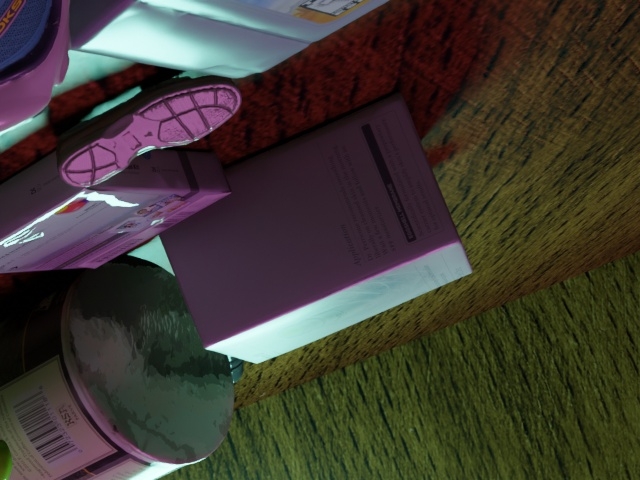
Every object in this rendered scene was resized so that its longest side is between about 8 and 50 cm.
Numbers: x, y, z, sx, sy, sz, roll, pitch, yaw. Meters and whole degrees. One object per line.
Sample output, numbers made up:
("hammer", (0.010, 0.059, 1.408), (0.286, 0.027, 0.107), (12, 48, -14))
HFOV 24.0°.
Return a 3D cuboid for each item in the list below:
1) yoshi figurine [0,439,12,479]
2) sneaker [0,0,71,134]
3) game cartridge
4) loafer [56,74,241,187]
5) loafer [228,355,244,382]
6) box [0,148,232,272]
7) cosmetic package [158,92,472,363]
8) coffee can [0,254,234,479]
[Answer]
("yoshi figurine", (-0.361, 0.106, 1.128), (0.203, 0.203, 0.362), (-61, 153, -5))
("sneaker", (-0.235, -0.074, 0.598), (0.275, 0.107, 0.110), (-25, 151, -12))
("game cartridge", (0.017, -0.165, 0.716), (0.297, 0.062, 0.198), (-27, 173, 24))
("loafer", (-0.112, -0.078, 0.953), (0.125, 0.039, 0.045), (-26, 137, 3))
("loafer", (-0.122, 0.145, 1.942), (0.076, 0.078, 0.223), (-19, 169, -20))
("box", (-0.173, -0.020, 1.096), (0.145, 0.038, 0.186), (-28, 170, 26))
("cosmetic package", (0.000, 0.000, 1.294), (0.224, 0.138, 0.224), (-22, 170, 5))
("coffee can", (-0.246, 0.159, 1.403), (0.275, 0.201, 0.201), (-29, 168, 32))
